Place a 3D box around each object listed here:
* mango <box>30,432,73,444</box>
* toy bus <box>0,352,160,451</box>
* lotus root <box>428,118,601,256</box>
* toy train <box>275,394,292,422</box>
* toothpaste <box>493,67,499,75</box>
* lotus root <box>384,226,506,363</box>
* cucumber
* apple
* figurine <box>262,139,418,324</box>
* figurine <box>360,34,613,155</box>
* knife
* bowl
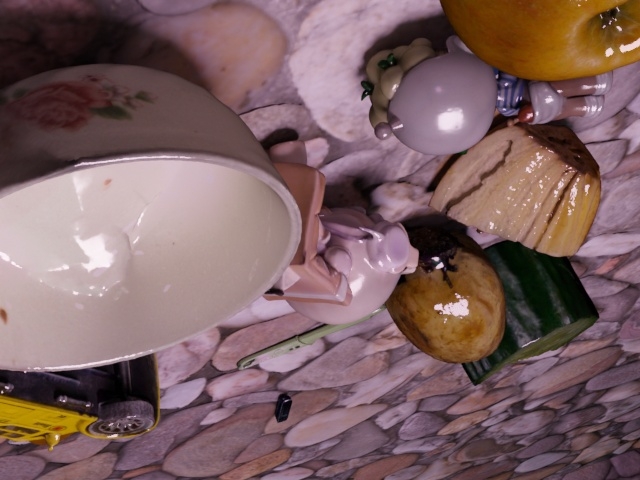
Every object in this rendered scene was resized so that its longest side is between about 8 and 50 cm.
[{"bbox_3d":[-0.309,0.169,1.005,0.101,0.066,0.187,-18,143,-7],"label":"mango"},{"bbox_3d":[-0.286,0.094,0.801,0.152,0.144,0.330,-25,150,24],"label":"toy bus"},{"bbox_3d":[0.210,-0.061,0.928,0.159,0.095,0.135,28,133,-2],"label":"lotus root"},{"bbox_3d":[-0.053,0.242,1.340,0.017,0.017,0.083,-14,152,-17],"label":"toy train"},{"bbox_3d":[0.142,-0.149,0.792,0.083,0.019,0.027,-29,127,12],"label":"toothpaste"},{"bbox_3d":[0.144,0.071,1.026,0.138,0.138,0.214,-26,129,10],"label":"lotus root"},{"bbox_3d":[0.254,0.084,1.171,0.191,0.130,0.191,-20,158,-8],"label":"cucumber"},{"bbox_3d":[0.161,-0.185,0.594,0.182,0.155,0.182,-20,149,-12],"label":"apple"},{"bbox_3d":[0.000,0.004,0.868,0.162,0.141,0.236,-3,165,31],"label":"figurine"},{"bbox_3d":[0.130,-0.124,0.744,0.197,0.093,0.147,-12,142,-9],"label":"figurine"},{"bbox_3d":[-0.012,0.122,1.167,0.207,0.014,0.030,-22,151,5],"label":"knife"},{"bbox_3d":[-0.162,-0.028,0.670,0.277,0.145,0.277,-15,150,-9],"label":"bowl"}]
